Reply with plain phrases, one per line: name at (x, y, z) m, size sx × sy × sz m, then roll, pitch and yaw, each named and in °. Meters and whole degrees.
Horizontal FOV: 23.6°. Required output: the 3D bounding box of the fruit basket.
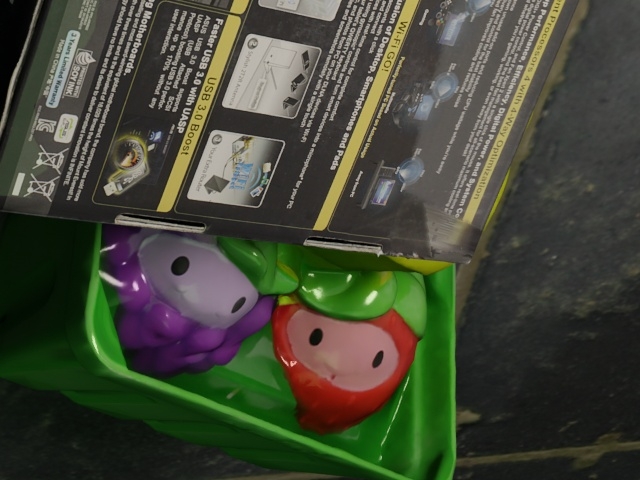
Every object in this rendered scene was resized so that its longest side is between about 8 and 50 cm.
fruit basket at (0.000, 0.000, 1.069) m, size 0.392 × 0.283 × 0.392 m, roll 2°, pitch 155°, yaw 1°

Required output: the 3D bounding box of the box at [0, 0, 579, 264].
box at (0.010, -0.188, 0.783) m, size 0.318 × 0.097 × 0.395 m, roll 6°, pitch 114°, yaw -34°
